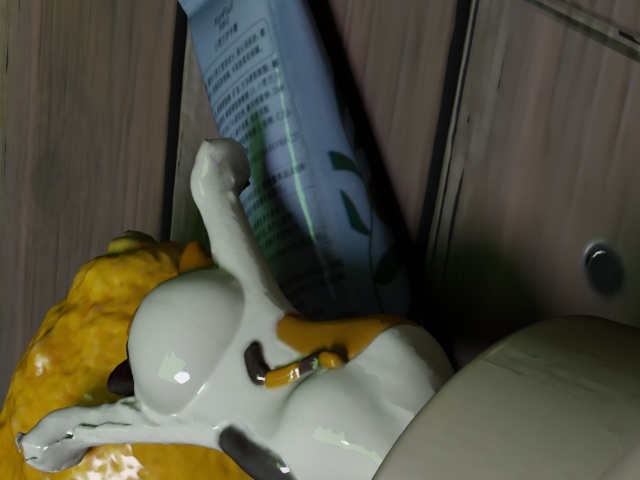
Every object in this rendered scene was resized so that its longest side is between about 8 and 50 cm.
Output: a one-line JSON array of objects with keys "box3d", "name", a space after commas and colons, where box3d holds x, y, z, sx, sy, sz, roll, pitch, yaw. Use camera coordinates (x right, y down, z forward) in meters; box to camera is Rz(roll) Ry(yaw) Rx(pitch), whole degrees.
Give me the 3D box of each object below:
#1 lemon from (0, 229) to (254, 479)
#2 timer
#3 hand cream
[{"box3d": [-0.069, 0.088, 0.749, 0.142, 0.142, 0.187, 0, 98, 52], "name": "lemon"}, {"box3d": [0.016, 0.070, 0.594, 0.266, 0.175, 0.175, 30, 125, 39], "name": "timer"}, {"box3d": [0.000, 0.000, 0.705, 0.091, 0.058, 0.271, -36, 70, 59], "name": "hand cream"}]
